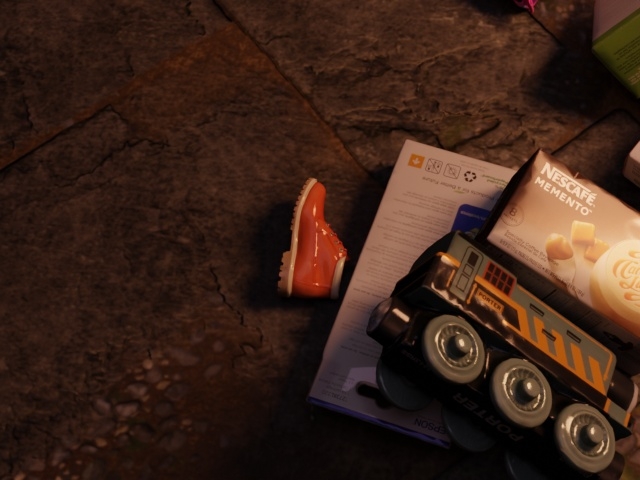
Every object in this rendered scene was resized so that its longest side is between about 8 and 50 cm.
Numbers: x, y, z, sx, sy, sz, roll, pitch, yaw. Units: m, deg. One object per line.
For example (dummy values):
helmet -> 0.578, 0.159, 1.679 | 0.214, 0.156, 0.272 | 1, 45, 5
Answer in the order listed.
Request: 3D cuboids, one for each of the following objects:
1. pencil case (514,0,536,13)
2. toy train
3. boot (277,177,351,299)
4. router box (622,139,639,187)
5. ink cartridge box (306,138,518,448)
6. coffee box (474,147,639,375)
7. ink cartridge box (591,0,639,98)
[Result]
pencil case -> 0.207, -0.398, 1.743 | 0.236, 0.104, 0.104 | 28, 69, 18
toy train -> 0.208, 0.137, 1.409 | 0.334, 0.142, 0.190 | 34, 55, -9
boot -> 0.000, 0.000, 1.586 | 0.085, 0.059, 0.157 | 8, 73, 5
router box -> 0.591, -0.103, 1.532 | 0.335, 0.082, 0.301 | 40, 84, 17
ink cartridge box -> 0.127, 0.062, 1.537 | 0.176, 0.069, 0.370 | 17, 64, 11
coffee box -> 0.309, 0.026, 1.485 | 0.247, 0.098, 0.141 | 34, 68, 0
ink cartridge box -> 0.452, -0.326, 1.640 | 0.097, 0.189, 0.255 | 43, 35, -18
